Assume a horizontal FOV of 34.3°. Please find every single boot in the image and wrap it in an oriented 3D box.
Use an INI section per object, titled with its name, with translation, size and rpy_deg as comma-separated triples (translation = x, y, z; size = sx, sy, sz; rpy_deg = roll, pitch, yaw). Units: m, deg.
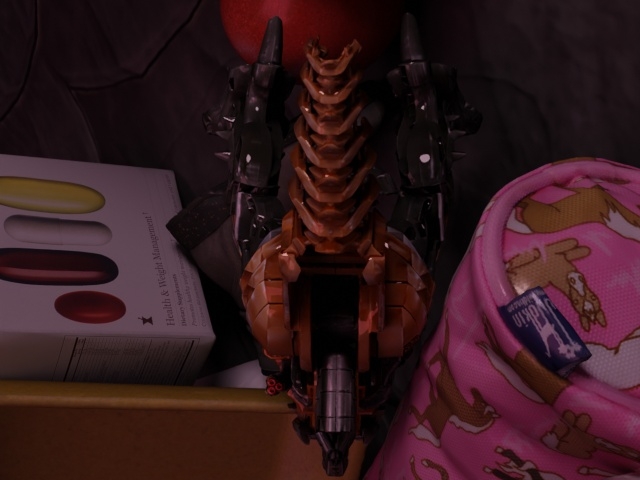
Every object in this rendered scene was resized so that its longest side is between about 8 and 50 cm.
[boot]
translation = 0.000, 0.000, 0.762
size = 0.161, 0.083, 0.246
rpy_deg = 54, 137, 0

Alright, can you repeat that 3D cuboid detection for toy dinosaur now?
[toy dinosaur]
translation = 0.019, 0.004, 0.562
size = 0.322, 0.164, 0.218
rpy_deg = 127, 150, -57

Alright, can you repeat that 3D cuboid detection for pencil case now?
[pencil case]
translation = 0.108, 0.137, 0.592
size = 0.160, 0.167, 0.386
rpy_deg = 29, 136, 10

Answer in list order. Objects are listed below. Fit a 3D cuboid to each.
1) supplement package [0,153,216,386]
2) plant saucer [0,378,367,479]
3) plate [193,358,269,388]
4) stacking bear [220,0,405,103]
[supplement package]
translation = -0.219, 0.047, 0.853
size = 0.149, 0.203, 0.194
rpy_deg = -62, 36, 39
[plant saucer]
translation = -0.157, 0.226, 0.801
size = 0.081, 0.333, 0.332
rpy_deg = -109, 27, -56
[plate]
translation = -0.088, 0.264, 0.960
size = 0.278, 0.045, 0.277
rpy_deg = -22, 89, 48
[stacking bear]
translation = 0.013, -0.222, 0.597
size = 0.175, 0.164, 0.289
rpy_deg = 40, 134, 30
